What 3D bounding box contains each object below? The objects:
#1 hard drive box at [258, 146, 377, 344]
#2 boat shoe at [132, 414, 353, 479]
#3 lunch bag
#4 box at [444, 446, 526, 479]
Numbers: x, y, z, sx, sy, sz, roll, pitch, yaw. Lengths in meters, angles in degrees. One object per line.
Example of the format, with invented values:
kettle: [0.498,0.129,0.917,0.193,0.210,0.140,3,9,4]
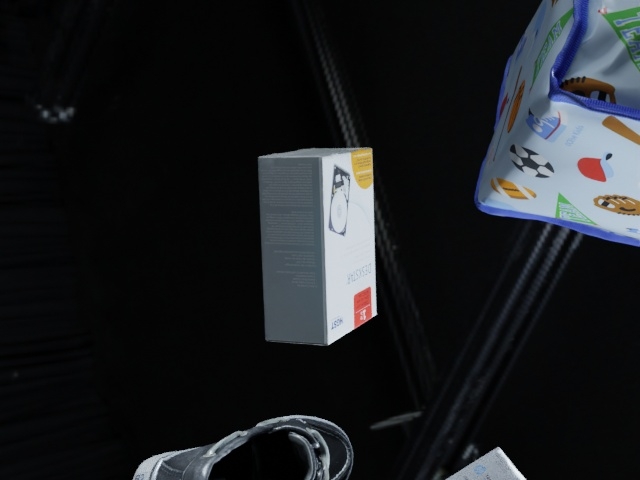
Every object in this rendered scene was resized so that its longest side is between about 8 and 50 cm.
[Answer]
hard drive box: [0.000,0.000,1.237,0.089,0.181,0.232,2,-80,23]
boat shoe: [-0.039,0.216,0.910,0.102,0.301,0.108,-22,-107,31]
lunch bag: [0.379,-0.121,0.909,0.328,0.386,0.238,93,13,-77]
box: [0.165,0.335,1.079,0.145,0.186,0.038,51,-10,52]
